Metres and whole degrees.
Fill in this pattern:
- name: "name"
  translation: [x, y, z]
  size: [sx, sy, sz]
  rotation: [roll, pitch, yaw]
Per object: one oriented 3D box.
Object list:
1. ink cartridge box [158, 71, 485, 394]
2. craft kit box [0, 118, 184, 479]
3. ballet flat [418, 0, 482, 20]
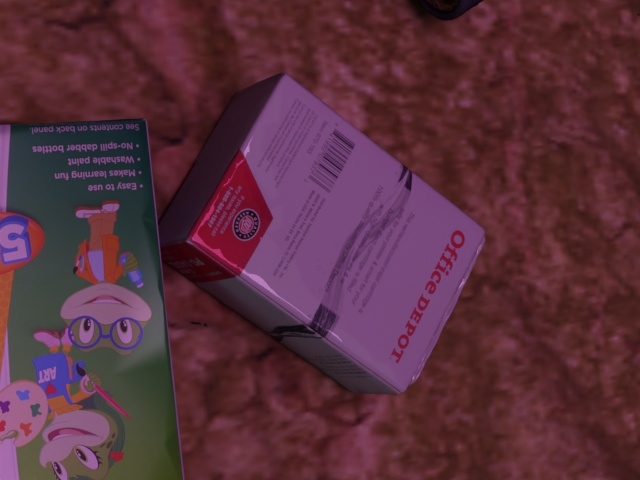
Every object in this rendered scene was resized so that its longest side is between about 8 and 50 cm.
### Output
- name: "ink cartridge box"
  translation: [0.000, 0.000, 0.849]
  size: [0.150, 0.063, 0.109]
  rotation: [37, 68, -21]
- name: "craft kit box"
  translation: [-0.192, 0.069, 0.744]
  size: [0.250, 0.061, 0.246]
  rotation: [-5, 89, -29]
- name: "ballet flat"
  translation: [0.023, -0.199, 0.884]
  size: [0.203, 0.074, 0.074]
  rotation: [42, 67, -21]
